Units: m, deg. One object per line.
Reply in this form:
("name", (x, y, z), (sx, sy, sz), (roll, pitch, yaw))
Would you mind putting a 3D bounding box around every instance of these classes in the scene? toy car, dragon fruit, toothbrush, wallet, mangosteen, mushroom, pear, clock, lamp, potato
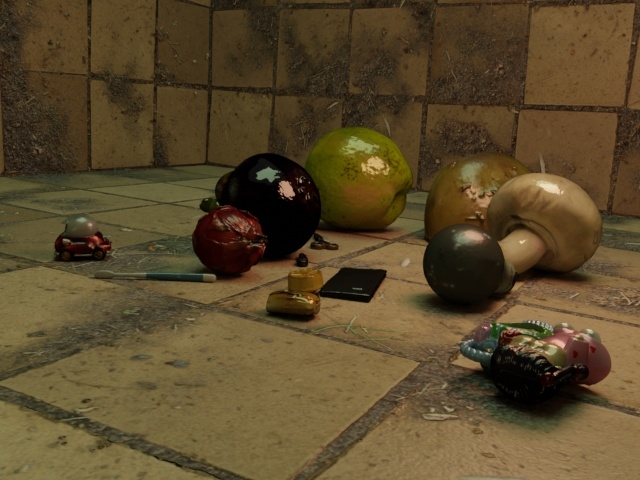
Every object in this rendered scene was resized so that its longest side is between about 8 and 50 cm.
("toy car", (-0.601, -0.011, 1.706), (0.139, 0.112, 0.112), (1, 11, -14))
("dragon fruit", (-0.223, -0.001, 1.638), (0.172, 0.172, 0.209), (-3, -1, -32))
("toothbrush", (-0.379, 0.081, 1.553), (0.275, 0.019, 0.025), (2, 3, -7))
("wallet", (0.080, 0.099, 1.608), (0.124, 0.025, 0.244), (4, 12, 14))
("mangosteen", (-0.150, -0.080, 1.863), (0.297, 0.313, 0.297), (40, 14, -12))
("mushroom", (0.583, -0.047, 1.863), (0.356, 0.315, 0.315), (2, 11, -8))
("pear", (0.137, -0.208, 2.351), (0.391, 0.391, 0.391), (4, 11, -1))
("clock", (0.327, 0.186, 1.065), (0.195, 0.100, 0.194), (-3, 9, -42))
("lamp", (0.363, 0.084, 1.555), (0.314, 0.182, 0.182), (37, -13, -39))
("potato", (0.570, -0.140, 2.287), (0.442, 0.320, 0.385), (-10, 16, -41))

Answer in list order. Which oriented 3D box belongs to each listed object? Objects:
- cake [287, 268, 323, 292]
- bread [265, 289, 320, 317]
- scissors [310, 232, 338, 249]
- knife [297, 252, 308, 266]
("cake", (-0.034, 0.092, 1.528), (0.084, 0.044, 0.084), (-7, 11, 1))
("bread", (-0.053, 0.126, 1.354), (0.106, 0.053, 0.072), (1, 6, 16))
("scissors", (0.000, 0.000, 2.115), (0.088, 0.017, 0.220), (2, 10, -8))
("knife", (-0.050, 0.051, 1.830), (0.031, 0.018, 0.121), (5, 9, -5))
